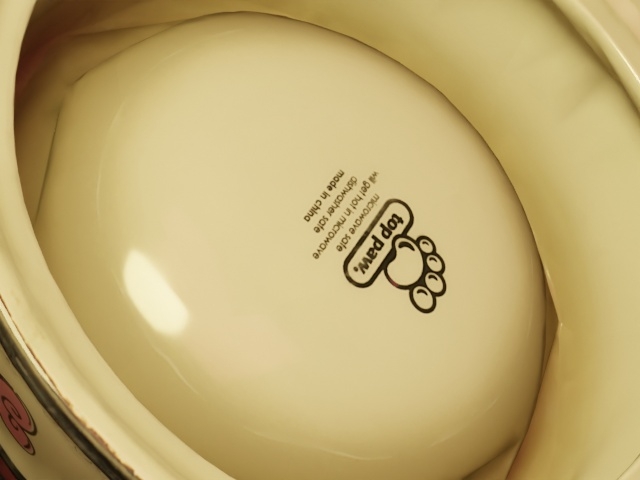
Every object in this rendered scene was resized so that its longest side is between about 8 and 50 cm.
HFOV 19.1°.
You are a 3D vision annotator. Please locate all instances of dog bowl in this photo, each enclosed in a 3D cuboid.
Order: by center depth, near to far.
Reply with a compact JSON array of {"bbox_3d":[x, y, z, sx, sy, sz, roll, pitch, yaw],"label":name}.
[{"bbox_3d":[0.000,0.000,0.887,0.408,0.150,0.408,14,57,-22],"label":"dog bowl"}]
